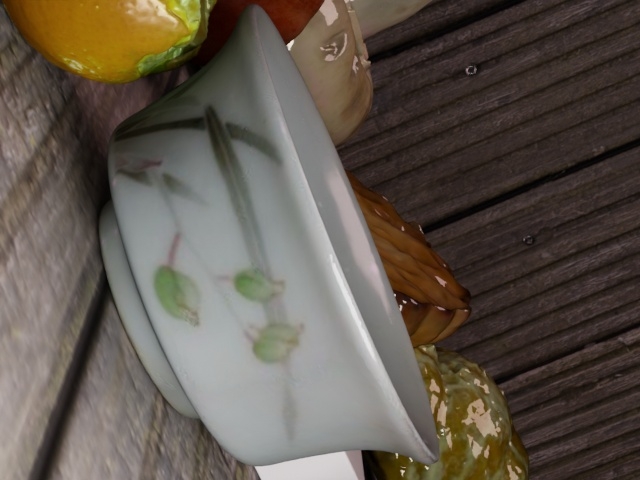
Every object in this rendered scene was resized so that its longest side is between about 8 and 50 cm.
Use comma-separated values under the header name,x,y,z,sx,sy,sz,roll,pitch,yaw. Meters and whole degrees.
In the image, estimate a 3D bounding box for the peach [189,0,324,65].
name,x,y,z,sx,sy,sz,roll,pitch,yaw
peach,-0.113,-0.301,1.323,0.256,0.232,0.232,31,32,-45

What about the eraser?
name,x,y,z,sx,sy,sz,roll,pitch,yaw
eraser,-0.013,0.151,1.248,0.298,0.076,0.078,-95,162,-71

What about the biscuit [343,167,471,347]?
name,x,y,z,sx,sy,sz,roll,pitch,yaw
biscuit,0.000,0.000,1.330,0.325,0.107,0.326,33,14,-9

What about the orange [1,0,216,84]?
name,x,y,z,sx,sy,sz,roll,pitch,yaw
orange,-0.146,-0.198,0.924,0.237,0.158,0.179,-87,167,-75

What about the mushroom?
name,x,y,z,sx,sy,sz,roll,pitch,yaw
mushroom,-0.037,-0.301,1.734,0.325,0.353,0.353,35,-12,30

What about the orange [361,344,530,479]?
name,x,y,z,sx,sy,sz,roll,pitch,yaw
orange,0.142,0.262,1.635,0.271,0.210,0.369,-103,172,-70

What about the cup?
name,x,y,z,sx,sy,sz,roll,pitch,yaw
cup,-0.050,0.022,0.960,0.347,0.163,0.347,-22,90,-85
